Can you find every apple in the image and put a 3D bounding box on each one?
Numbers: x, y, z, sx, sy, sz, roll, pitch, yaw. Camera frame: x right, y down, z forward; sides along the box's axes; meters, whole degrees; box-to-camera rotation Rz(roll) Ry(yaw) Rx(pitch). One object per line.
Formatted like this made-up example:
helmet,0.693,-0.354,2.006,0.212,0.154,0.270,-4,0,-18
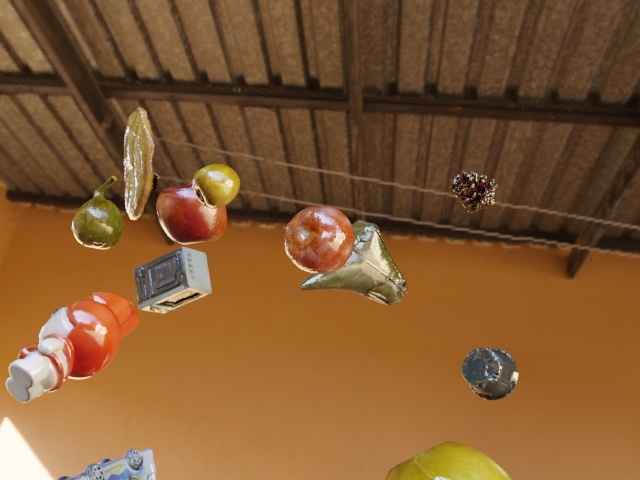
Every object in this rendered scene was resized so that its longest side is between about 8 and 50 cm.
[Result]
apple,-0.245,-0.127,1.561,0.099,0.102,0.114,53,-24,9
apple,0.284,0.641,1.467,0.375,0.374,0.384,11,-35,-5
apple,-0.343,-0.073,1.757,0.181,0.168,0.181,-8,6,1

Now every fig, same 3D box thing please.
fig,-0.642,-0.070,1.885,0.142,0.186,0.148,-7,-31,-36

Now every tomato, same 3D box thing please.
tomato,0.000,0.000,1.951,0.208,0.208,0.184,-9,-18,30

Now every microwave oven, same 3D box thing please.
microwave oven,-0.465,0.124,2.055,0.208,0.162,0.122,-23,-22,24

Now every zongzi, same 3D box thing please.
zongzi,0.119,0.157,2.284,0.160,0.360,0.322,0,-51,57

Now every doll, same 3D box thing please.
doll,-0.428,0.179,1.184,0.130,0.290,0.161,31,-58,11

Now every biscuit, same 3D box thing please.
biscuit,-0.413,-0.168,1.478,0.041,0.259,0.203,-3,25,-33

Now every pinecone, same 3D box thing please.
pinecone,0.369,-0.118,1.592,0.109,0.102,0.102,25,-15,34

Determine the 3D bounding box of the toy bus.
toy bus,-0.503,0.582,1.532,0.109,0.135,0.330,-23,-11,15

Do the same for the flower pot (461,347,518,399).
flower pot,0.491,0.387,1.947,0.158,0.157,0.107,-11,-26,34
